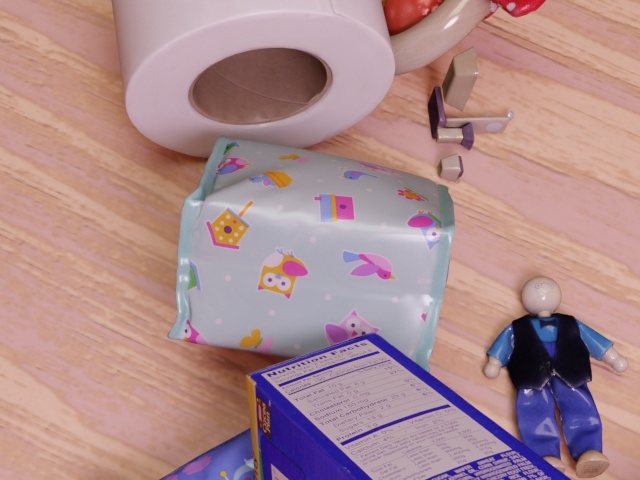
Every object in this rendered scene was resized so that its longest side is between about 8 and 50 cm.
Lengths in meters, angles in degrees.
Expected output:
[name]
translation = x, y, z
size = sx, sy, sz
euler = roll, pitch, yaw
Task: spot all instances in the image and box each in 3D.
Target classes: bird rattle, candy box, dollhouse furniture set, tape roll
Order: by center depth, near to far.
[candy box]
translation = 0.068, 0.246, 0.864
size = 0.122, 0.268, 0.317
euler = -13, 21, -22
[tape roll]
translation = -0.066, -0.205, 1.175
size = 0.246, 0.246, 0.169
euler = -8, 65, -8
[dollhouse furniture set]
translation = 0.158, -0.122, 1.226
size = 0.081, 0.114, 0.091
euler = -1, 63, -10
[bird rattle]
translation = 0.129, -0.234, 1.237
size = 0.207, 0.143, 0.253
euler = -46, 35, 5

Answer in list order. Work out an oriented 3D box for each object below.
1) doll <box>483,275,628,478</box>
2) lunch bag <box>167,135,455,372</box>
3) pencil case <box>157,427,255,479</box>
[doll]
translation = 0.212, 0.118, 1.152
size = 0.129, 0.046, 0.189
euler = -8, 59, 2
[lunch bag]
translation = 0.000, 0.000, 1.114
size = 0.223, 0.262, 0.160
euler = 8, 108, 1
[pencil case]
translation = -0.042, 0.204, 1.051
size = 0.306, 0.119, 0.133
euler = -29, 95, -18
